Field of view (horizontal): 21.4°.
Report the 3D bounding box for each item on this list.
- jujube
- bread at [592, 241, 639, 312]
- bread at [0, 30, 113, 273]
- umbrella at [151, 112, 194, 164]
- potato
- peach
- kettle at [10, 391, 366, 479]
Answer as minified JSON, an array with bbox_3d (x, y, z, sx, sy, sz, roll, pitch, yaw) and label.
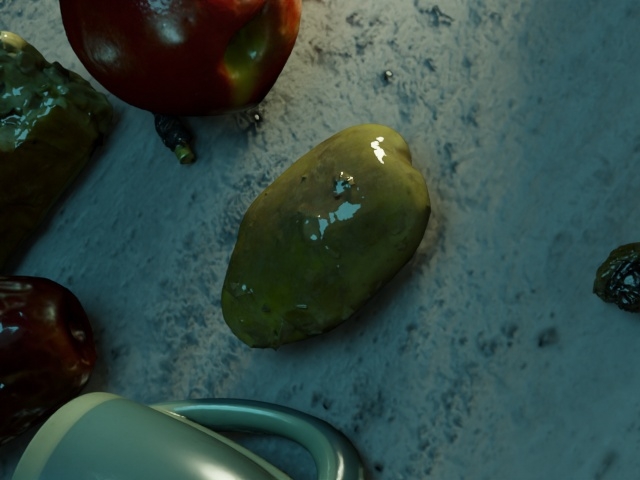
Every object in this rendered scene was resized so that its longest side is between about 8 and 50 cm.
[{"bbox_3d":[-0.436,0.158,2.083,0.318,0.223,0.223,-20,63,13],"label":"jujube"},{"bbox_3d":[0.336,0.043,1.742,0.113,0.060,0.082,27,90,37],"label":"bread"},{"bbox_3d":[-0.482,-0.107,2.158,0.370,0.314,0.191,-56,46,8],"label":"bread"},{"bbox_3d":[-0.196,-0.155,2.154,0.037,0.040,0.144,-34,59,6],"label":"umbrella"},{"bbox_3d":[0.000,0.000,1.916,0.296,0.141,0.191,-50,52,9],"label":"potato"},{"bbox_3d":[-0.181,-0.298,2.070,0.281,0.281,0.338,-54,50,3],"label":"peach"},{"bbox_3d":[-0.119,0.297,1.841,0.342,0.247,0.319,14,54,27],"label":"kettle"}]
